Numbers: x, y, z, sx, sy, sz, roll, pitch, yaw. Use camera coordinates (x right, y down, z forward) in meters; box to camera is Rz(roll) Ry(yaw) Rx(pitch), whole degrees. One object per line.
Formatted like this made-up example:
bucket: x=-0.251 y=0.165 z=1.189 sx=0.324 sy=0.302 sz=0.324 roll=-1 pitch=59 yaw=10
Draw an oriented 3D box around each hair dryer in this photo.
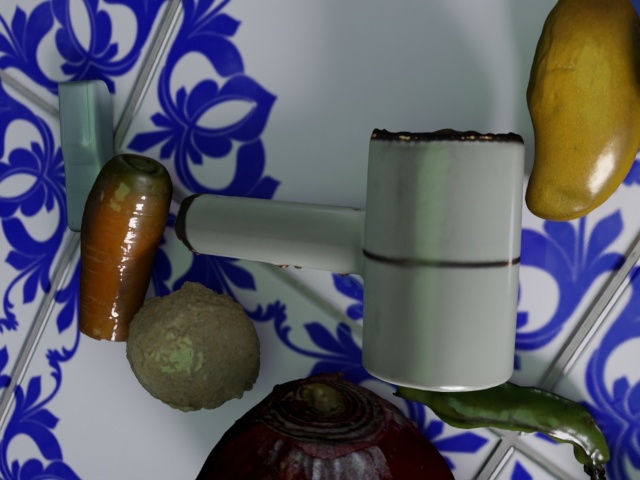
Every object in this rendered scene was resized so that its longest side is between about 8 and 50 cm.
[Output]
hair dryer: x=0.000 y=0.000 z=0.753 sx=0.362 sy=0.128 sz=0.203 roll=6 pitch=100 yaw=32

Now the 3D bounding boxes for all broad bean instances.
broad bean: x=0.158 y=0.146 z=0.725 sx=0.195 sy=0.046 sz=0.061 roll=21 pitch=102 yaw=20

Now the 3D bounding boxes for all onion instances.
onion: x=0.002 y=0.254 z=0.728 sx=0.206 sy=0.207 sz=0.216 roll=17 pitch=109 yaw=26

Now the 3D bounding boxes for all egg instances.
egg: x=-0.125 y=0.104 z=0.821 sx=0.140 sy=0.118 sz=0.116 roll=14 pitch=145 yaw=14

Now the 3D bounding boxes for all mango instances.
mango: x=0.206 y=-0.105 z=0.656 sx=0.098 sy=0.075 sz=0.190 roll=16 pitch=107 yaw=39

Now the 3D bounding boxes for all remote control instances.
remote control: x=-0.251 y=-0.088 z=0.900 sx=0.061 sy=0.029 sz=0.162 roll=1 pitch=97 yaw=27

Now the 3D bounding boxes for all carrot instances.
carrot: x=-0.207 y=0.008 z=0.862 sx=0.087 sy=0.087 sz=0.193 roll=26 pitch=110 yaw=20
